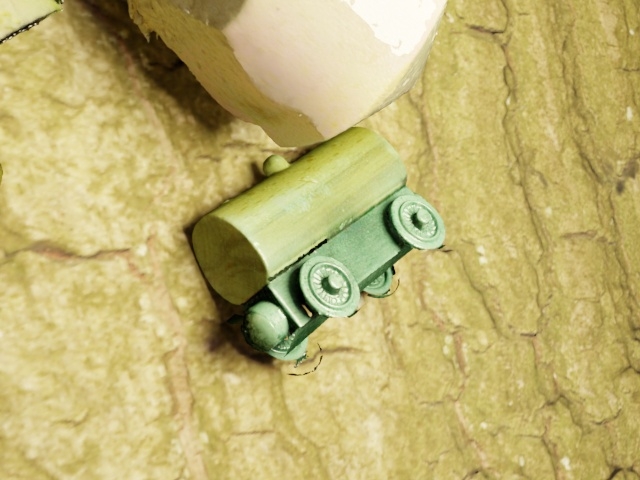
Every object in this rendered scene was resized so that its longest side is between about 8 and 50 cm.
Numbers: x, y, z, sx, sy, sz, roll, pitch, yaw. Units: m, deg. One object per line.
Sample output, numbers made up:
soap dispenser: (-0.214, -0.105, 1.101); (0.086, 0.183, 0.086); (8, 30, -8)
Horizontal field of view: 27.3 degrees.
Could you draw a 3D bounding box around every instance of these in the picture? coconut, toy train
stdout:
coconut: (-0.018, -0.248, 1.263); (0.309, 0.297, 0.297); (42, 54, -31)
toy train: (-0.005, 0.003, 1.356); (0.189, 0.126, 0.307); (44, 45, 10)

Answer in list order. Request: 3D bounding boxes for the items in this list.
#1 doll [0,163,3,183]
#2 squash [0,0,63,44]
doll: (-0.349, -0.020, 1.011); (0.137, 0.097, 0.209); (40, 66, 4)
squash: (-0.335, -0.195, 1.069); (0.184, 0.085, 0.192); (43, 42, 4)
